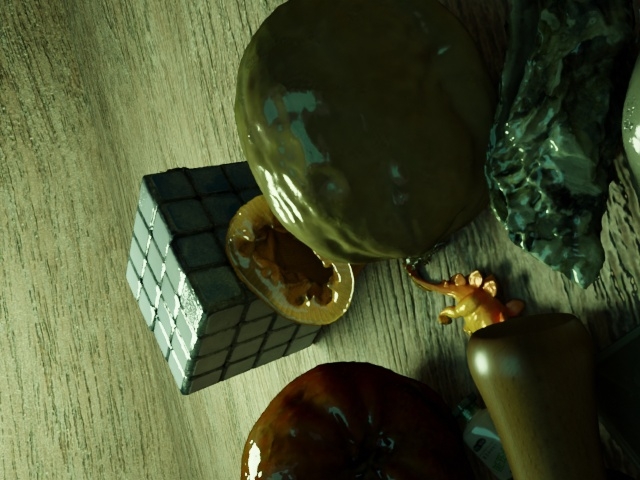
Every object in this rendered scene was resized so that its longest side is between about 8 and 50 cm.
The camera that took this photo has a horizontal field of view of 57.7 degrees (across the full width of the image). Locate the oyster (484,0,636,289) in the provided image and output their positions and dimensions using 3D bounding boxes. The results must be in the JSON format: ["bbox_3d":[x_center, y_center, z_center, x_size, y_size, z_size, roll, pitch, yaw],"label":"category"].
[{"bbox_3d":[0.262,-0.124,0.615,0.158,0.162,0.351,139,136,-79],"label":"oyster"}]

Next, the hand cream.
[{"bbox_3d":[0.329,0.369,0.858,0.336,0.076,0.121,47,137,27],"label":"hand cream"}]

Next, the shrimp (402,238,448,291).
[{"bbox_3d":[0.182,0.036,0.971,0.091,0.025,0.127,66,150,14],"label":"shrimp"}]

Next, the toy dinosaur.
[{"bbox_3d":[0.241,0.106,0.875,0.288,0.070,0.117,51,129,26],"label":"toy dinosaur"}]

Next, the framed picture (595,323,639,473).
[{"bbox_3d":[0.437,0.234,0.660,0.290,0.020,0.211,57,147,25],"label":"framed picture"}]

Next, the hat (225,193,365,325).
[{"bbox_3d":[0.000,0.000,1.045,0.244,0.233,0.234,-7,103,35],"label":"hat"}]

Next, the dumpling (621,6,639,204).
[{"bbox_3d":[0.384,-0.111,0.514,0.204,0.163,0.293,0,111,36],"label":"dumpling"}]

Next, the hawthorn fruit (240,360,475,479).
[{"bbox_3d":[0.058,0.415,1.005,0.402,0.402,0.403,26,123,49],"label":"hawthorn fruit"}]

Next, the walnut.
[{"bbox_3d":[0.067,-0.152,0.774,0.381,0.381,0.382,26,123,49],"label":"walnut"}]

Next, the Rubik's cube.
[{"bbox_3d":[-0.187,0.066,1.239,0.337,0.344,0.344,57,144,27],"label":"Rubik's cube"}]

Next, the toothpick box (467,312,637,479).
[{"bbox_3d":[0.288,0.249,0.727,0.192,0.192,0.295,-15,87,57],"label":"toothpick box"}]
